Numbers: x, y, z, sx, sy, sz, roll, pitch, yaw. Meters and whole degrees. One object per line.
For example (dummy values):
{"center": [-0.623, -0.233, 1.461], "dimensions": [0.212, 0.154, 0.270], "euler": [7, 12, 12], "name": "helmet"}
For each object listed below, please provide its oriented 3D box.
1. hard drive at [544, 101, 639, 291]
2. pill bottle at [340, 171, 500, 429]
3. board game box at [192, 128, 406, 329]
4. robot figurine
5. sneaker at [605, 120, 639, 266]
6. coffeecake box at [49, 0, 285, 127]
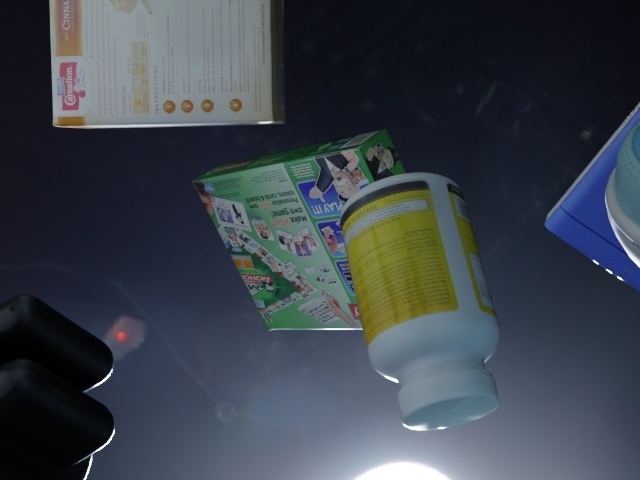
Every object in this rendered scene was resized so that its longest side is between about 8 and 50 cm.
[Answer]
{"center": [0.411, -0.074, 1.195], "dimensions": [0.318, 0.210, 0.040], "euler": [-56, 180, 34], "name": "hard drive"}
{"center": [0.080, 0.047, 0.896], "dimensions": [0.103, 0.103, 0.184], "euler": [-40, -128, 45], "name": "pill bottle"}
{"center": [0.000, 0.000, 1.292], "dimensions": [0.046, 0.213, 0.317], "euler": [-37, -161, -34], "name": "board game box"}
{"center": [-0.281, 0.147, 0.830], "dimensions": [0.278, 0.173, 0.209], "euler": [-30, -176, 20], "name": "robot figurine"}
{"center": [0.218, -0.072, 0.344], "dimensions": [0.319, 0.208, 0.127], "euler": [2, -139, 40], "name": "sneaker"}
{"center": [-0.126, -0.166, 0.962], "dimensions": [0.068, 0.186, 0.142], "euler": [-28, 117, -82], "name": "coffeecake box"}
